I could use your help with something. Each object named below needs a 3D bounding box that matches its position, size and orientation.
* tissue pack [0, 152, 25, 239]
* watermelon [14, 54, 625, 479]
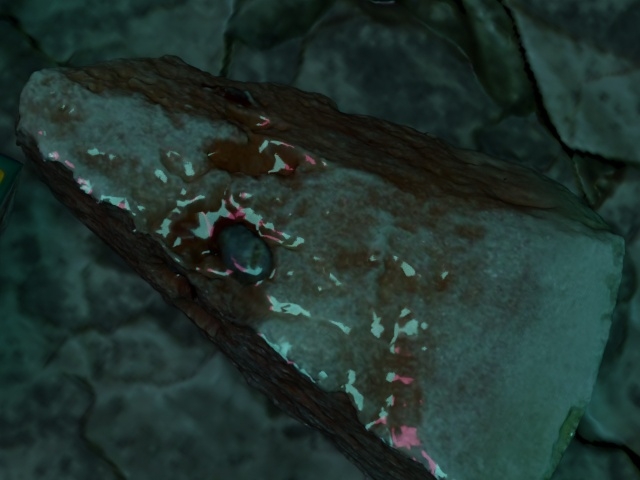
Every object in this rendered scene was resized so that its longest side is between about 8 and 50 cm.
[{"bbox_3d":[-0.175,-0.001,0.443,0.111,0.079,0.085,23,49,-8],"label":"tissue pack"},{"bbox_3d":[0.000,0.000,0.476,0.241,0.094,0.154,27,73,-5],"label":"watermelon"}]
